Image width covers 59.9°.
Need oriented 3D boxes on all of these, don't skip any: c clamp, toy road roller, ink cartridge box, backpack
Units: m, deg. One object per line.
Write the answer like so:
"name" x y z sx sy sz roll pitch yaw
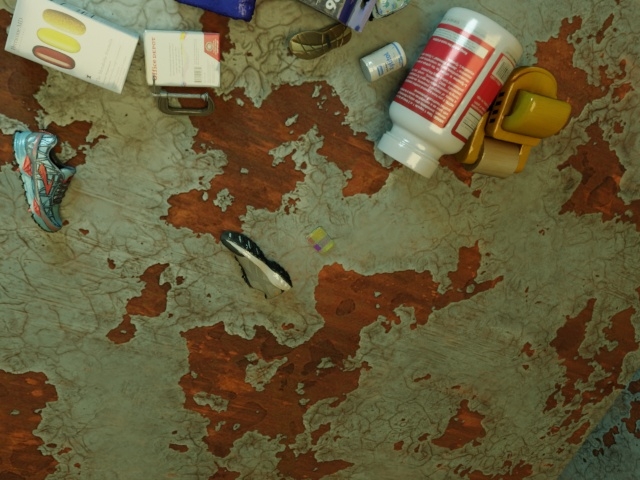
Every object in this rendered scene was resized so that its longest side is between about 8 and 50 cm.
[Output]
"c clamp" -0.339 -0.346 1.379 0.161 0.022 0.137 0 157 -21
"toy road roller" 0.549 -0.323 1.569 0.203 0.240 0.329 8 111 -19
"ink cartridge box" -0.010 -0.643 1.315 0.333 0.065 0.165 23 106 -9
"backpack" 0.171 -0.626 1.409 0.114 0.084 0.105 -25 120 -6
"ink cartridge box" -0.335 -0.444 1.351 0.175 0.072 0.127 -2 115 -15

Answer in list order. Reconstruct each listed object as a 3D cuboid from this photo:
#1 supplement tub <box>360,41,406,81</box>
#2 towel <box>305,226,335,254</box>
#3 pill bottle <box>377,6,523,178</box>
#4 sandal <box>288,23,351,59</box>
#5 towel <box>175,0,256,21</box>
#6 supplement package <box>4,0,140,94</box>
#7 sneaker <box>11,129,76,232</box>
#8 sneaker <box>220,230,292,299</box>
"supplement tub" 0.168 -0.477 1.484 0.107 0.071 0.071 -28 119 -3
"towel" 0.000 0.000 1.690 0.060 0.009 0.083 -42 119 4
"pill bottle" 0.331 -0.382 1.486 0.229 0.229 0.407 25 105 -25
"sandal" -0.003 -0.516 1.433 0.180 0.049 0.072 -26 125 -20
"towel" -0.213 -0.670 1.247 0.228 0.076 0.308 23 110 15
"supplement package" -0.549 -0.447 1.252 0.244 0.134 0.139 17 108 -23
"sneaker" -0.668 -0.142 1.377 0.125 0.104 0.261 -11 117 -14
"sneaker" -0.199 0.079 1.620 0.108 0.100 0.271 -38 119 9
